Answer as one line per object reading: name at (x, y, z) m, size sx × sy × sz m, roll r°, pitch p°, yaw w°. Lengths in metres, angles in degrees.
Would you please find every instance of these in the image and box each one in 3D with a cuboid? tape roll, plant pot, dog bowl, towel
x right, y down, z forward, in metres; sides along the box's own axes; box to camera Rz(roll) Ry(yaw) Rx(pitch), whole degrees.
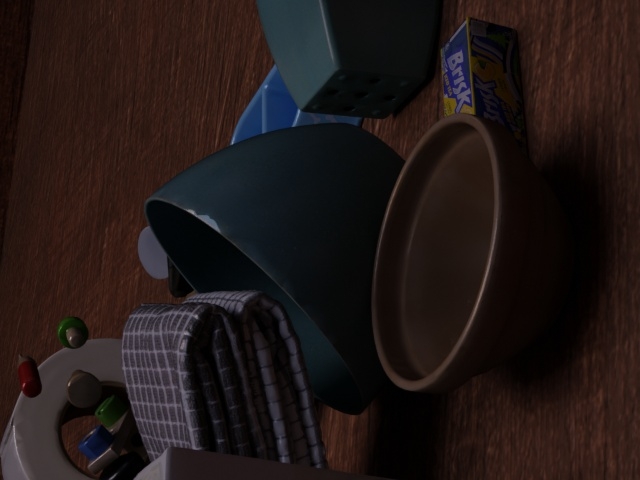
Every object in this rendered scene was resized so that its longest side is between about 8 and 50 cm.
tape roll at (-0.286, 0.266, 2.209) m, size 0.169 × 0.246 × 0.246 m, roll 127°, pitch 149°, yaw -65°
plant pot at (0.000, 0.000, 1.652) m, size 0.195 × 0.290 × 0.290 m, roll -45°, pitch 14°, yaw -16°
dog bowl at (-0.037, -0.127, 2.034) m, size 0.297 × 0.074 × 0.166 m, roll 128°, pitch 147°, yaw -51°
plant pot at (0.139, 0.018, 1.438) m, size 0.237 × 0.110 × 0.237 m, roll -168°, pitch 90°, yaw -69°
plant pot at (0.030, -0.258, 1.814) m, size 0.166 × 0.165 × 0.234 m, roll 138°, pitch 131°, yaw -58°
towel at (-0.094, 0.191, 1.592) m, size 0.235 × 0.121 × 0.283 m, roll 171°, pitch 87°, yaw -67°

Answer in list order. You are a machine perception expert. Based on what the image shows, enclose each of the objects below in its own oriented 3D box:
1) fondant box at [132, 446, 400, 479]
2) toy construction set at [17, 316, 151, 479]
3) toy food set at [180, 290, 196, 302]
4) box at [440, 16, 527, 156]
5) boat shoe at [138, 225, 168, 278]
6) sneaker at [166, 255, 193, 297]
fondant box at (0.017, 0.304, 1.289) m, size 0.096 × 0.330 × 0.238 m, roll 134°, pitch 142°, yaw -55°
toy construction set at (-0.216, 0.180, 2.056) m, size 0.257 × 0.309 × 0.237 m, roll -68°, pitch 16°, yaw 4°
toy food set at (-0.158, 0.098, 2.297) m, size 0.132 × 0.038 × 0.192 m, roll -54°, pitch 23°, yaw 37°
box at (0.150, -0.119, 1.564) m, size 0.059 × 0.054 × 0.169 m, roll 130°, pitch 146°, yaw -52°
boat shoe at (-0.182, -0.018, 2.364) m, size 0.080 × 0.076 × 0.228 m, roll 58°, pitch 144°, yaw 13°
sneaker at (-0.138, 0.010, 2.200) m, size 0.227 × 0.130 × 0.087 m, roll 106°, pitch 159°, yaw -62°
